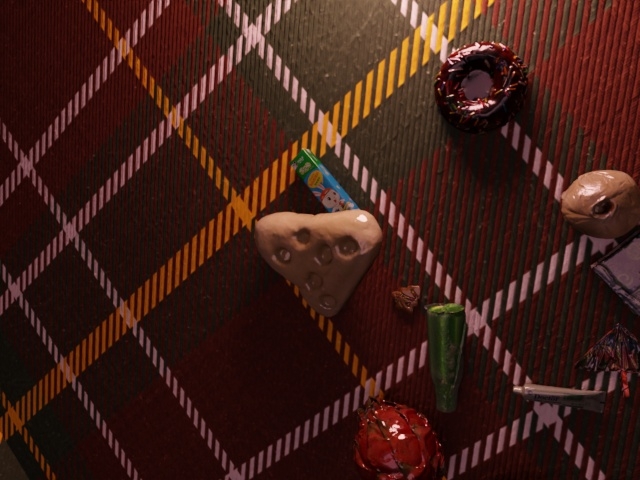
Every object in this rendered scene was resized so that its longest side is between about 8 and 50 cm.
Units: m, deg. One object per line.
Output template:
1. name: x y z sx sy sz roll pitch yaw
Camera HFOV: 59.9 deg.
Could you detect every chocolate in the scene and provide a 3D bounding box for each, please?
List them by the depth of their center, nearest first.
1. chocolate: 0.336 0.315 1.484 0.110 0.110 0.290 1 100 21

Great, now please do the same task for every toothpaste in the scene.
1. toothpaste: 0.606 0.397 1.417 0.218 0.041 0.064 4 110 18
2. toothpaste: 0.020 -0.140 1.575 0.065 0.050 0.266 -43 80 23

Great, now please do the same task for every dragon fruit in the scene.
1. dragon fruit: 0.200 0.563 1.495 0.244 0.244 0.298 -47 62 20

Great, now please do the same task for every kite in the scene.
1. kite: 0.747 0.295 1.363 0.233 0.009 0.189 -4 95 22

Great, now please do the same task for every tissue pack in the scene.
1. tissue pack: 0.780 0.051 1.286 0.173 0.073 0.235 47 110 8

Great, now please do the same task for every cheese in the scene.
1. cheese: 0.000 0.000 1.525 0.351 0.130 0.328 47 129 9

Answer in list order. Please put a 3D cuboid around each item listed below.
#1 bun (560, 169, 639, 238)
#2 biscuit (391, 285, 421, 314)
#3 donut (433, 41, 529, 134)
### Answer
1. bun: 0.658 -0.083 1.296 0.173 0.113 0.166 -29 85 20
2. biscuit: 0.245 0.160 1.542 0.092 0.016 0.082 -44 80 22
3. donut: 0.394 -0.384 1.378 0.235 0.089 0.234 2 96 23
